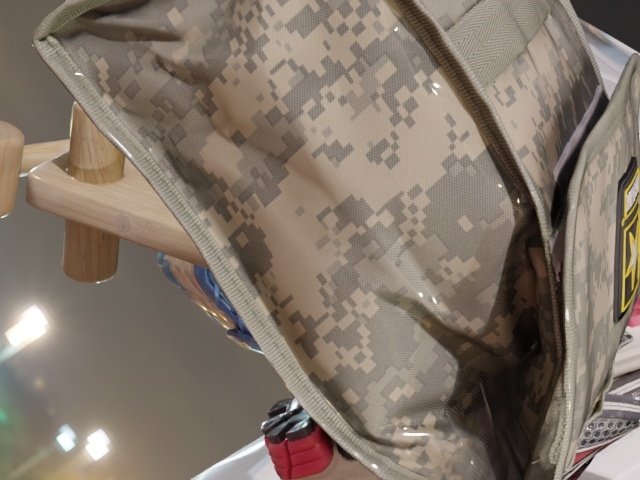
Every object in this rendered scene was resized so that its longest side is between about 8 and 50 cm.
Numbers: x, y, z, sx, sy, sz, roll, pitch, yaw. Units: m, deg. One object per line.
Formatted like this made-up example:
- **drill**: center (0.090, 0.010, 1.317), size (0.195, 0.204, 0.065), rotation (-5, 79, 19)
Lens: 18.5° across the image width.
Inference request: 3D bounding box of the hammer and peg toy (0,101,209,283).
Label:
- **hammer and peg toy**: center (-0.068, -0.055, 1.330), size (0.361, 0.266, 0.127), rotation (19, -64, 24)

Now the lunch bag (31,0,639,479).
- **lunch bag**: center (0.048, -0.039, 0.862), size (0.287, 0.169, 0.235), rotation (54, 24, -6)

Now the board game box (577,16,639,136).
- **board game box**: center (0.170, -0.134, 1.514), size (0.390, 0.050, 0.390), rotation (31, 16, 1)

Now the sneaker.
- **sneaker**: center (0.121, 0.093, 1.057), size (0.121, 0.299, 0.112), rotation (-135, -154, -76)

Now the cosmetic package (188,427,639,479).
- **cosmetic package**: center (0.058, 0.195, 1.310), size (0.284, 0.377, 0.097), rotation (18, -50, 52)

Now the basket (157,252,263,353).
- **basket**: center (0.000, 0.000, 1.744), size (0.289, 0.255, 0.201), rotation (8, -30, 51)
